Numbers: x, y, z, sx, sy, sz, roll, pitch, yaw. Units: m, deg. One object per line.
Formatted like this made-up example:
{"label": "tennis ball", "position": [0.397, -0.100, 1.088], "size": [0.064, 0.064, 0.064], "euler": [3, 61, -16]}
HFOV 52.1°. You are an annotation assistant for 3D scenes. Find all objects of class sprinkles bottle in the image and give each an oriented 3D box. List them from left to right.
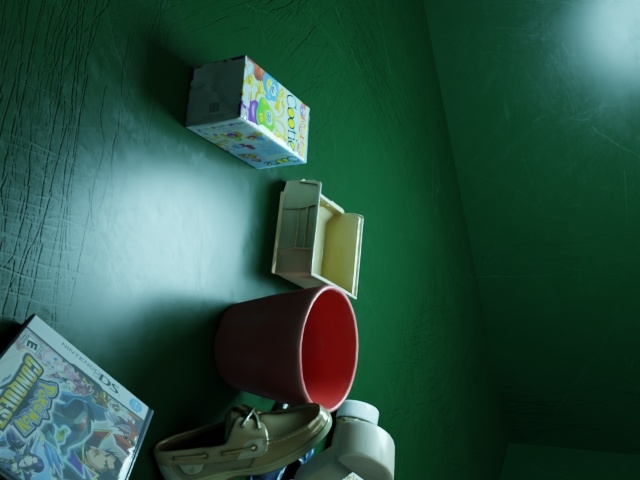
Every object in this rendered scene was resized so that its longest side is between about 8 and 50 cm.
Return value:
{"label": "sprinkles bottle", "position": [0.072, 0.632, 1.819], "size": [0.121, 0.121, 0.356], "euler": [53, 44, -47]}

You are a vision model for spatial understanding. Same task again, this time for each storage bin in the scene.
{"label": "storage bin", "position": [0.000, 0.000, 1.743], "size": [0.262, 0.123, 0.261], "euler": [33, 60, -56]}

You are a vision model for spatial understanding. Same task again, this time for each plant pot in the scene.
{"label": "plant pot", "position": [-0.081, 0.233, 1.441], "size": [0.275, 0.243, 0.275], "euler": [8, 81, -62]}

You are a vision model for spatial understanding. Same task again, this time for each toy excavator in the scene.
{"label": "toy excavator", "position": [-0.015, 0.568, 1.328], "size": [0.222, 0.432, 0.445], "euler": [-79, 150, -53]}

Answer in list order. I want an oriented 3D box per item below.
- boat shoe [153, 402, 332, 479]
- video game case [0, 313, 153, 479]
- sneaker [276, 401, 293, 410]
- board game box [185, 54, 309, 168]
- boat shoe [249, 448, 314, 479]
{"label": "boat shoe", "position": [-0.146, 0.377, 1.249], "size": [0.121, 0.340, 0.110], "euler": [-132, -158, -73]}
{"label": "video game case", "position": [-0.363, 0.255, 0.911], "size": [0.248, 0.035, 0.275], "euler": [46, 15, -17]}
{"label": "sneaker", "position": [-0.084, 0.468, 1.589], "size": [0.208, 0.081, 0.094], "euler": [-56, 139, -47]}
{"label": "board game box", "position": [-0.153, -0.276, 1.462], "size": [0.275, 0.144, 0.142], "euler": [27, 64, -59]}
{"label": "boat shoe", "position": [-0.071, 0.561, 1.591], "size": [0.258, 0.088, 0.109], "euler": [-28, 112, -60]}
